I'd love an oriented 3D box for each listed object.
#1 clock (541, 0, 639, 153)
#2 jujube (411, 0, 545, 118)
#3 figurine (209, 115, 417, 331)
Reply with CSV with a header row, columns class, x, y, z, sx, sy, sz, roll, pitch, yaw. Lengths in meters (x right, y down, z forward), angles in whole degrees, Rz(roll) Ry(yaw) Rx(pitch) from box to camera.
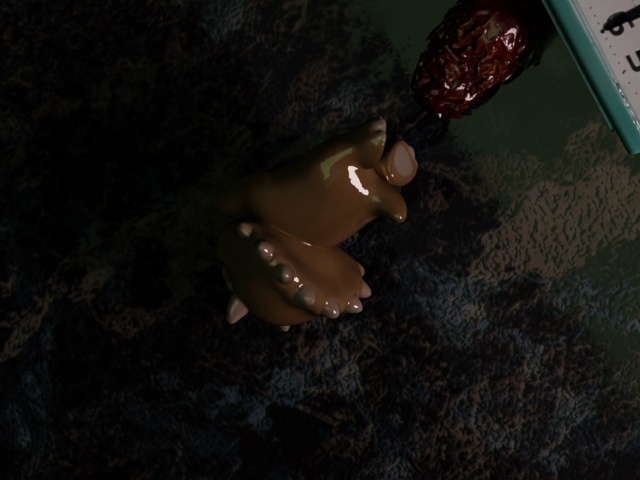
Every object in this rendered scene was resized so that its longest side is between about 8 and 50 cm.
class,x,y,z,sx,sy,sz,roll,pitch,yaw
clock,0.347,-0.254,1.711,0.231,0.116,0.262,-27,106,15
jujube,0.158,-0.201,1.803,0.166,0.104,0.104,-43,84,20
figurine,-0.002,0.002,1.846,0.247,0.177,0.173,-21,72,13
